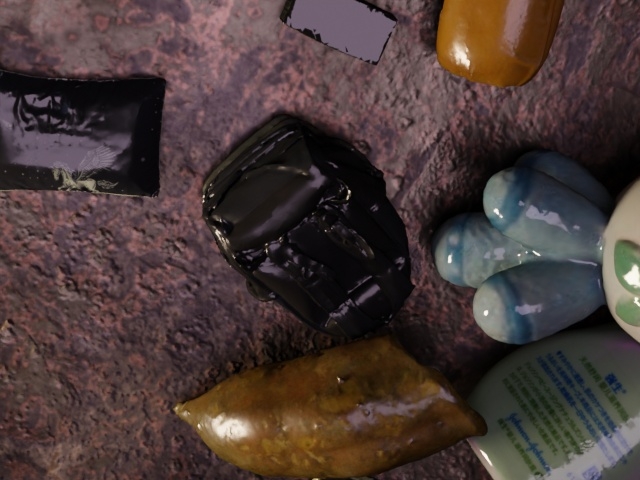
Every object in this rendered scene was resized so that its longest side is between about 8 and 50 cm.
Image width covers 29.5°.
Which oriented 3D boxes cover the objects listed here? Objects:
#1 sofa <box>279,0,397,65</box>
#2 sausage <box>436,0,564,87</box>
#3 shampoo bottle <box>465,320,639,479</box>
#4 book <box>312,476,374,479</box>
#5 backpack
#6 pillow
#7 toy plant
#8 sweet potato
[{"bbox_3d":[0.020,-0.241,1.329,0.118,0.039,0.060,22,104,-13],"label":"sofa"},{"bbox_3d":[0.213,-0.341,1.274,0.116,0.134,0.354,-5,115,-42],"label":"sausage"},{"bbox_3d":[0.348,0.185,1.447,0.349,0.151,0.222,-35,66,1],"label":"shampoo bottle"},{"bbox_3d":[0.023,0.485,1.590,0.262,0.028,0.374,27,103,-17],"label":"book"},{"bbox_3d":[0.000,0.000,1.371,0.206,0.133,0.258,-39,116,10],"label":"backpack"},{"bbox_3d":[-0.276,-0.114,1.325,0.208,0.055,0.141,3,102,-9],"label":"pillow"},{"bbox_3d":[0.282,0.013,1.341,0.332,0.247,0.247,5,112,24],"label":"toy plant"},{"bbox_3d":[0.001,0.203,1.403,0.369,0.158,0.158,-14,111,15],"label":"sweet potato"}]
